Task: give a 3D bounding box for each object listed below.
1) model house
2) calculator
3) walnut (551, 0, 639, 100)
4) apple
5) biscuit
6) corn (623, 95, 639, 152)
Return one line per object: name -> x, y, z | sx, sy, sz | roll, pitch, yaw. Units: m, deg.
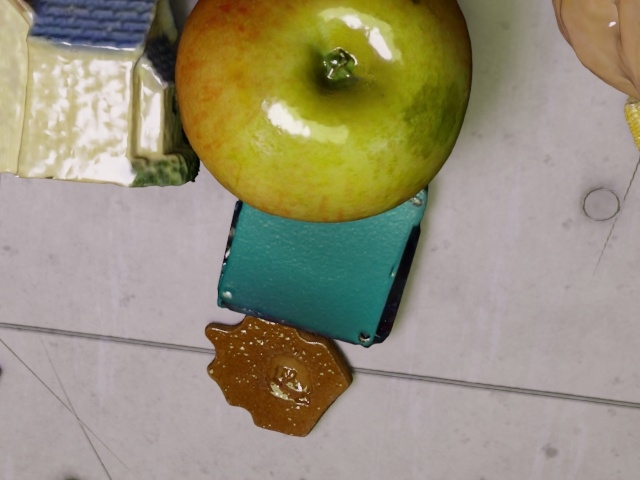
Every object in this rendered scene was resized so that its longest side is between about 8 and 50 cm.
model house -> -0.295, -0.214, 1.382 | 0.321, 0.261, 0.267 | 5, 106, 7
calculator -> 0.000, 0.000, 1.524 | 0.248, 0.058, 0.274 | 15, 117, 1
walnut -> 0.405, -0.310, 1.159 | 0.383, 0.384, 0.384 | 4, 117, 8
apple -> 0.005, -0.179, 1.280 | 0.339, 0.340, 0.340 | 4, 117, 8
biscuit -> -0.072, 0.179, 1.638 | 0.215, 0.034, 0.182 | 35, 116, -6
corn -> 0.430, -0.113, 1.393 | 0.085, 0.063, 0.165 | -19, 111, 44
